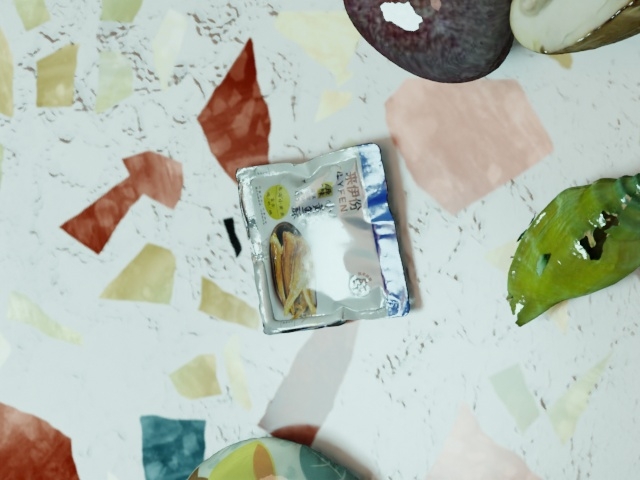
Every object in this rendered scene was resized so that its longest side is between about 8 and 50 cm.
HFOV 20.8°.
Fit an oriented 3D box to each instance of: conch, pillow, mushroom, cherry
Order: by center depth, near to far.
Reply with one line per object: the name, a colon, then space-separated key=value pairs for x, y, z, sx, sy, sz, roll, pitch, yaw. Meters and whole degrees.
mushroom: x=0.287 y=-0.256 z=1.435 sx=0.285 sy=0.151 sz=0.156 roll=-53 pitch=47 yaw=34
conch: x=0.236 y=-0.003 z=1.537 sx=0.201 sy=0.079 sz=0.095 roll=-29 pitch=62 yaw=38
cherry: x=0.105 y=-0.228 z=1.539 sx=0.176 sy=0.140 sz=0.176 roll=1 pitch=106 yaw=2
pillow: x=-0.043 y=0.310 z=1.730 sx=0.214 sy=0.086 sz=0.233 roll=2 pitch=94 yaw=19

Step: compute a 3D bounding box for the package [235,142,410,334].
package: x=0.000 y=0.000 z=1.696 sx=0.173 sy=0.027 sz=0.171 roll=-10 pitch=90 yaw=34
